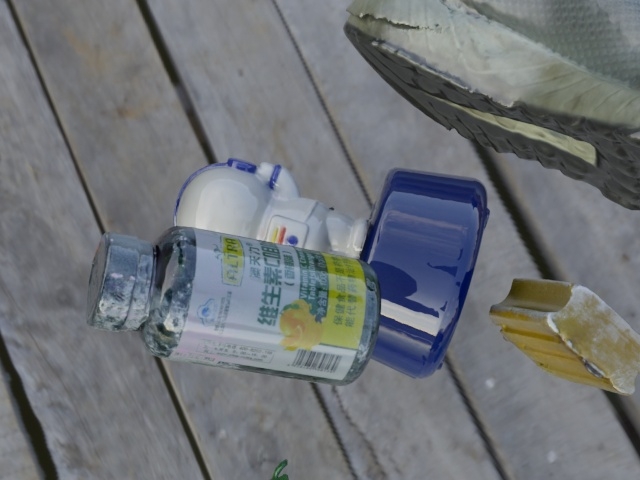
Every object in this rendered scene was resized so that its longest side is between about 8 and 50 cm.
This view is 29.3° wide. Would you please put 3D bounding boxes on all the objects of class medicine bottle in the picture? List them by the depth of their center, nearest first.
[{"bbox_3d":[-0.093,0.065,1.288,0.293,0.141,0.141,11,71,-17],"label":"medicine bottle"}]

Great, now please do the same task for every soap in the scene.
[{"bbox_3d":[0.292,0.111,1.482,0.140,0.232,0.073,43,82,-9],"label":"soap"}]

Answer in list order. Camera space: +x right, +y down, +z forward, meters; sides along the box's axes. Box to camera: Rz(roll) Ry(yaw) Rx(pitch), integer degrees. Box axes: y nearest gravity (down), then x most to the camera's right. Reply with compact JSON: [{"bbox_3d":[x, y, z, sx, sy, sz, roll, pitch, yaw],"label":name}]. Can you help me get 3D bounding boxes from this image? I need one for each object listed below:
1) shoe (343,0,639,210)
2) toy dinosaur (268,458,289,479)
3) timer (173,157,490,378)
[{"bbox_3d":[0.179,-0.115,0.662,0.336,0.132,0.171,28,83,37],"label":"shoe"},{"bbox_3d":[-0.060,0.354,1.691,0.029,0.060,0.119,27,27,-19],"label":"toy dinosaur"},{"bbox_3d":[0.000,0.000,1.581,0.384,0.270,0.270,17,71,0],"label":"timer"}]
